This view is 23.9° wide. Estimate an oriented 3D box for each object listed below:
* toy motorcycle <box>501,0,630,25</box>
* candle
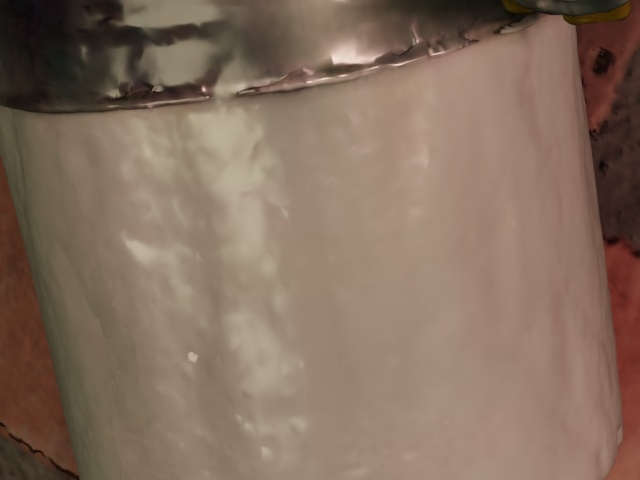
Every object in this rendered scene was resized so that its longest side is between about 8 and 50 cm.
[{"bbox_3d":[0.183,-0.161,0.347,0.410,0.169,0.236,1,81,17],"label":"toy motorcycle"},{"bbox_3d":[0.000,0.000,0.556,0.221,0.221,0.342,1,110,37],"label":"candle"}]
